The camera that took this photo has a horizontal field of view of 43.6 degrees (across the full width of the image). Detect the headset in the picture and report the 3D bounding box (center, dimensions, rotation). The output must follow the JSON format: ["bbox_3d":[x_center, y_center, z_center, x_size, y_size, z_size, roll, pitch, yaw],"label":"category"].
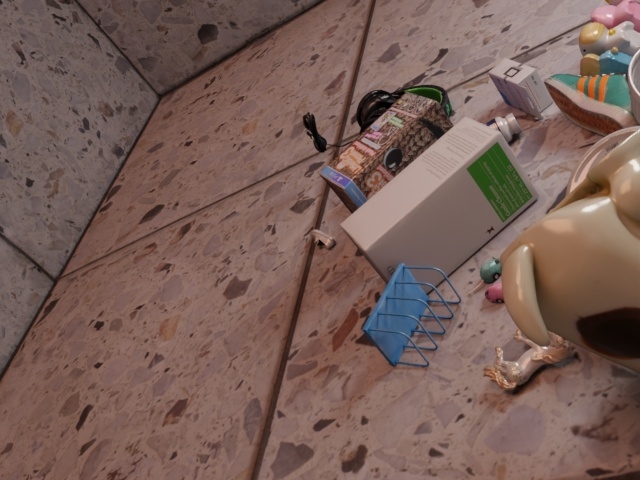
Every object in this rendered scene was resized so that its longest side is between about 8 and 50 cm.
[{"bbox_3d":[0.158,-0.341,2.203,0.393,0.185,0.243,-20,32,12],"label":"headset"}]

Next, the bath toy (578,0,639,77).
[{"bbox_3d":[0.685,-0.489,1.855,0.348,0.151,0.129,-61,0,-33],"label":"bath toy"}]

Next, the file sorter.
[{"bbox_3d":[0.186,0.147,1.564,0.104,0.118,0.170,0,48,45],"label":"file sorter"}]

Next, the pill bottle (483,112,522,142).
[{"bbox_3d":[0.412,-0.252,1.897,0.120,0.067,0.067,-29,31,19],"label":"pill bottle"}]

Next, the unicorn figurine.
[{"bbox_3d":[0.358,0.195,1.361,0.162,0.060,0.111,-55,28,7],"label":"unicorn figurine"}]

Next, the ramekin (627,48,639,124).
[{"bbox_3d":[0.686,-0.282,1.507,0.207,0.109,0.207,-8,56,12],"label":"ramekin"}]

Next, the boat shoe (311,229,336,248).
[{"bbox_3d":[0.000,0.000,2.074,0.035,0.035,0.100,-46,36,-15],"label":"boat shoe"}]

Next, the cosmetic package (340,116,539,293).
[{"bbox_3d":[0.250,-0.062,1.696,0.365,0.197,0.155,-43,30,-1],"label":"cosmetic package"}]

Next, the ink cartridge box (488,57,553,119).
[{"bbox_3d":[0.490,-0.366,1.926,0.060,0.104,0.180,-39,29,0],"label":"ink cartridge box"}]

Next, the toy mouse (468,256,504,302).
[{"bbox_3d":[0.345,0.073,1.562,0.143,0.031,0.161,-22,34,30],"label":"toy mouse"}]

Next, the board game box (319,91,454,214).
[{"bbox_3d":[0.190,-0.156,1.857,0.291,0.232,0.141,-44,29,-4],"label":"board game box"}]

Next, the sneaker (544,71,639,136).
[{"bbox_3d":[0.606,-0.304,1.711,0.121,0.108,0.302,-40,37,0],"label":"sneaker"}]

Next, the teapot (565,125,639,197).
[{"bbox_3d":[0.549,-0.056,1.347,0.256,0.187,0.253,26,91,47],"label":"teapot"}]

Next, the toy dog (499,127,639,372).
[{"bbox_3d":[0.463,0.089,1.053,0.395,0.408,0.285,-31,-16,-50],"label":"toy dog"}]
